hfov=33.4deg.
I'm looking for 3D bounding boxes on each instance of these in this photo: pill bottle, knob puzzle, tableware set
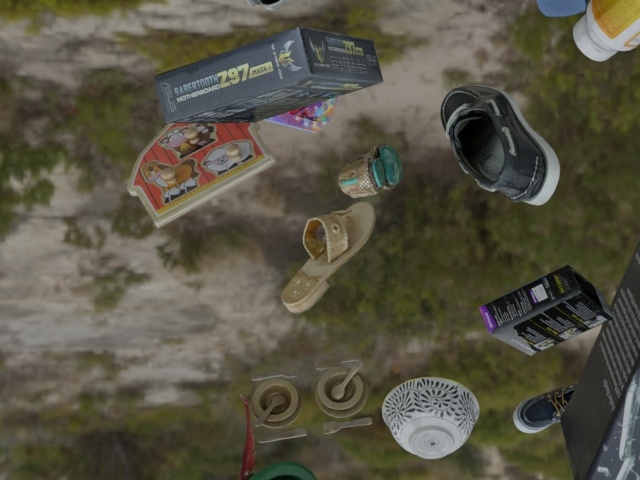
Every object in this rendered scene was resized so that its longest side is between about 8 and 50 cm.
[{"bbox_3d":[0.619,-0.464,2.120,0.136,0.136,0.246,4,155,-27],"label":"pill bottle"},{"bbox_3d":[-0.169,-0.116,1.393,0.213,0.213,0.030,-7,133,20],"label":"knob puzzle"},{"bbox_3d":[-0.019,0.250,1.724,0.194,0.128,0.039,-10,147,0],"label":"tableware set"}]

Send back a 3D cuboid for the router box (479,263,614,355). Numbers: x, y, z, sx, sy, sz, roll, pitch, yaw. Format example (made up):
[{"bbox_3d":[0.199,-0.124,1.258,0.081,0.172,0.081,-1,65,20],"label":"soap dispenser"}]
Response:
[{"bbox_3d":[0.310,0.098,1.447,0.133,0.046,0.179,-28,153,19],"label":"router box"}]

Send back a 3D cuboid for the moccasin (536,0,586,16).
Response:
[{"bbox_3d":[0.389,-0.499,1.816,0.138,0.117,0.342,-2,165,12],"label":"moccasin"}]

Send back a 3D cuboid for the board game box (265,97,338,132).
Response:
[{"bbox_3d":[-0.050,-0.280,2.003,0.169,0.133,0.033,16,-174,15],"label":"board game box"}]

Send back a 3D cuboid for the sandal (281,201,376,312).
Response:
[{"bbox_3d":[0.005,0.000,1.687,0.088,0.240,0.079,6,141,43],"label":"sandal"}]

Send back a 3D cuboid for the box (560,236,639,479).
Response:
[{"bbox_3d":[0.698,0.220,1.683,0.480,0.472,0.297,18,-160,1],"label":"box"}]

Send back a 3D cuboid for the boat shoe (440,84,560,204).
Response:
[{"bbox_3d":[0.232,-0.153,1.517,0.091,0.114,0.302,12,-159,-26],"label":"boat shoe"}]

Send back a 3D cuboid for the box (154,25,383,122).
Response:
[{"bbox_3d":[-0.052,-0.184,1.216,0.183,0.059,0.233,-14,-179,24],"label":"box"}]

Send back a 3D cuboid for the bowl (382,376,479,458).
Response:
[{"bbox_3d":[0.190,0.321,1.830,0.170,0.080,0.170,2,129,2],"label":"bowl"}]

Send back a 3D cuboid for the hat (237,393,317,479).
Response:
[{"bbox_3d":[-0.113,0.391,1.652,0.208,0.173,0.183,-41,-148,-24],"label":"hat"}]

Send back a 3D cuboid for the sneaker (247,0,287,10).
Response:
[{"bbox_3d":[-0.080,-0.396,1.589,0.105,0.115,0.281,38,174,-5],"label":"sneaker"}]

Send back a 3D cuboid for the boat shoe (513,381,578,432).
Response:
[{"bbox_3d":[0.448,0.304,2.001,0.183,0.065,0.083,-14,159,-33],"label":"boat shoe"}]

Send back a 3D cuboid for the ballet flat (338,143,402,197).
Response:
[{"bbox_3d":[0.070,-0.101,1.563,0.067,0.073,0.206,-13,-178,17],"label":"ballet flat"}]
